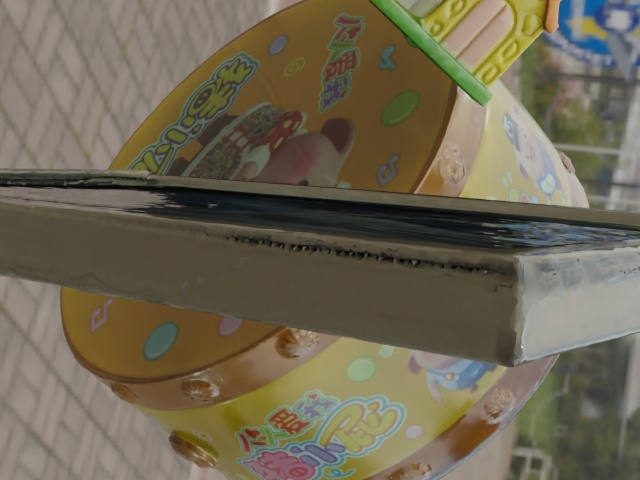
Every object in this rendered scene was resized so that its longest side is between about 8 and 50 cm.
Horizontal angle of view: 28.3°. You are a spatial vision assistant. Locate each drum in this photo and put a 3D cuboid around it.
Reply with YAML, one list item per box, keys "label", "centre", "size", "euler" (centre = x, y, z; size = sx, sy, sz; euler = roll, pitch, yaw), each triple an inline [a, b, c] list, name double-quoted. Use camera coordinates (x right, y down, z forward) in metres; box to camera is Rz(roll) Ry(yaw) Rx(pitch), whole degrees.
- label: "drum"
  centre: [0.000, 0.000, 1.072]
  size: [0.214, 0.431, 0.431]
  euler: [44, 47, -35]

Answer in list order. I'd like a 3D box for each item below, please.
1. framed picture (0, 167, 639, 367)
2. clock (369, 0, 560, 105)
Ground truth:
- label: "framed picture"
  centre: [-0.033, -0.009, 0.570]
  size: [0.326, 0.446, 0.028]
  euler: [-4, 99, -54]
- label: "clock"
  centre: [0.108, -0.256, 0.816]
  size: [0.255, 0.220, 0.106]
  euler: [-47, -173, 10]
